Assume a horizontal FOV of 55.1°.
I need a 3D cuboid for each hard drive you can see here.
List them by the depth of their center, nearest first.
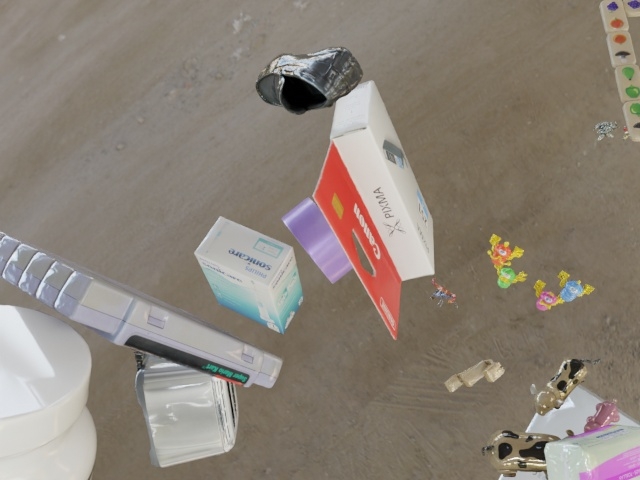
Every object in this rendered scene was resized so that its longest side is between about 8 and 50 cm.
[{"bbox_3d":[0.611,0.543,1.513,0.233,0.047,0.353,33,104,37],"label":"hard drive"}]

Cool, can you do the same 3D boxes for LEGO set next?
[{"bbox_3d":[0.575,-0.222,1.212,0.083,0.023,0.054,6,49,47],"label":"LEGO set"}]

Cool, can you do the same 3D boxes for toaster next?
[{"bbox_3d":[-0.224,0.271,1.051,0.146,0.227,0.129,-7,16,-2],"label":"toaster"}]

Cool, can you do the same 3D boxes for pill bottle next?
[{"bbox_3d":[-0.348,0.265,0.632,0.210,0.210,0.363,39,120,39],"label":"pill bottle"}]

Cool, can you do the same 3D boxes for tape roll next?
[{"bbox_3d":[0.000,0.000,1.376,0.080,0.189,0.189,-37,50,-1],"label":"tape roll"}]

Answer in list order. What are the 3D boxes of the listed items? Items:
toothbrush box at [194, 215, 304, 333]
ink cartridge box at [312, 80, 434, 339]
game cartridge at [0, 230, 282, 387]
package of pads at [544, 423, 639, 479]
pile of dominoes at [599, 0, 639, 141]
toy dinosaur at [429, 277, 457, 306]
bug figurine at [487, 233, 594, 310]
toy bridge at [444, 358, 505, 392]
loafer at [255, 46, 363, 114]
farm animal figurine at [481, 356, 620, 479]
[{"bbox_3d":[-0.176,0.097,1.597,0.216,0.296,0.126,22,64,18],"label":"toothbrush box"},{"bbox_3d":[0.096,-0.046,0.919,0.066,0.296,0.261,-14,38,22],"label":"ink cartridge box"},{"bbox_3d":[-0.225,0.100,0.782,0.230,0.355,0.068,23,81,37],"label":"game cartridge"},{"bbox_3d":[0.534,0.503,1.127,0.101,0.229,0.297,-14,79,56],"label":"package of pads"},{"bbox_3d":[0.484,-0.235,0.785,0.195,0.040,0.251,-4,65,10],"label":"pile of dominoes"},{"bbox_3d":[0.310,0.135,1.547,0.047,0.082,0.090,-18,85,-27],"label":"toy dinosaur"},{"bbox_3d":[0.547,0.102,1.592,0.278,0.216,0.072,30,71,20],"label":"bug figurine"},{"bbox_3d":[0.305,0.259,1.197,0.063,0.188,0.026,-32,81,-22],"label":"toy bridge"},{"bbox_3d":[-0.033,-0.213,0.843,0.078,0.076,0.223,-51,30,-18],"label":"loafer"},{"bbox_3d":[0.506,0.433,1.327,0.326,0.172,0.331,-19,57,11],"label":"farm animal figurine"}]
